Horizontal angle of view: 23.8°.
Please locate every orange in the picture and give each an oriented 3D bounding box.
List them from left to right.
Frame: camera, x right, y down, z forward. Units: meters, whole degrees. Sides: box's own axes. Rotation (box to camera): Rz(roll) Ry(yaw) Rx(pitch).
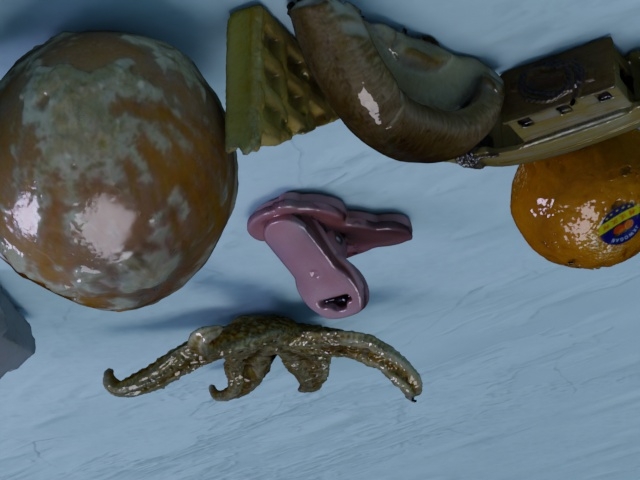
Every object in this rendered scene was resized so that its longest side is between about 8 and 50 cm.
[{"bbox_3d":[0.221,-0.040,1.259,0.135,0.117,0.135,-13,122,-21],"label":"orange"}]

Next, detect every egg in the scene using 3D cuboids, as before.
[{"bbox_3d":[-0.153,-0.049,1.066,0.195,0.195,0.233,-2,161,-8],"label":"egg"}]

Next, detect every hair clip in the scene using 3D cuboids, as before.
[{"bbox_3d":[0.002,-0.008,1.404,0.123,0.102,0.138,-24,119,34],"label":"hair clip"}]

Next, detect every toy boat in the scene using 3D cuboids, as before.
[{"bbox_3d":[0.181,-0.105,1.176,0.200,0.057,0.077,-18,149,29],"label":"toy boat"}]

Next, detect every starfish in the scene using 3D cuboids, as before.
[{"bbox_3d":[-0.050,0.127,1.627,0.327,0.094,0.375,-4,166,26],"label":"starfish"}]

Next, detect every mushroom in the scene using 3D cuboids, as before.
[{"bbox_3d":[0.053,-0.109,1.100,0.072,0.094,0.210,-28,153,37],"label":"mushroom"}]

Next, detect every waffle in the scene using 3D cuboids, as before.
[{"bbox_3d":[-0.010,-0.081,1.109,0.032,0.125,0.191,-14,153,25],"label":"waffle"}]

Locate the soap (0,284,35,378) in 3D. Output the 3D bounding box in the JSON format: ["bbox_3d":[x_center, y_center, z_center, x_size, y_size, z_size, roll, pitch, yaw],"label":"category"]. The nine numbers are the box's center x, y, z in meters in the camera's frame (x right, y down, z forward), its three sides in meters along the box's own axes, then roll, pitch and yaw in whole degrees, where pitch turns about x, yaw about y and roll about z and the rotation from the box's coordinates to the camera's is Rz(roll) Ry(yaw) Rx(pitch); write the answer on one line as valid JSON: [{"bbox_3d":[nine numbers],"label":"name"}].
[{"bbox_3d":[-0.411,0.184,1.446,0.258,0.302,0.159,-3,150,-4],"label":"soap"}]
